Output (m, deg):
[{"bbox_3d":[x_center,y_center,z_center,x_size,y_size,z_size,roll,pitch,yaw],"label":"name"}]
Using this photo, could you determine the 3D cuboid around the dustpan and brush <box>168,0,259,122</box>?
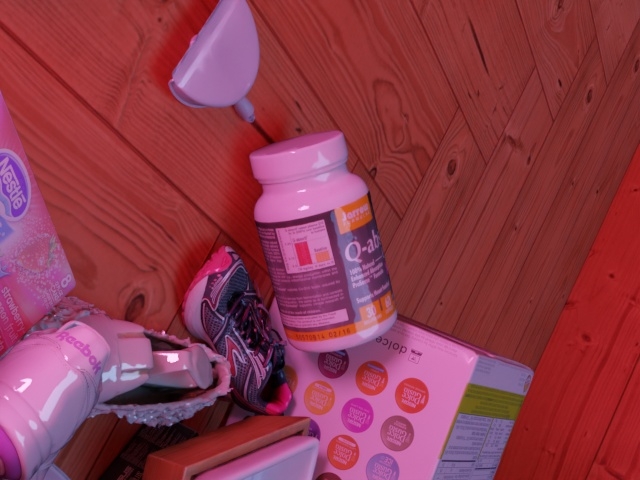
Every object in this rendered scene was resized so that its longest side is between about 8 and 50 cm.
[{"bbox_3d":[-0.114,-0.202,1.304,0.147,0.060,0.211,-60,144,-14],"label":"dustpan and brush"}]

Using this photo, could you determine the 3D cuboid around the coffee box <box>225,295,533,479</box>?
[{"bbox_3d":[0.091,0.286,1.679,0.338,0.338,0.334,23,88,-63],"label":"coffee box"}]

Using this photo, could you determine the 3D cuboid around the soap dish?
[{"bbox_3d":[-0.133,0.359,1.402,0.291,0.118,0.228,-7,113,-59],"label":"soap dish"}]

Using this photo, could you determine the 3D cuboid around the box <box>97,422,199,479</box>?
[{"bbox_3d":[-0.232,0.350,1.431,0.180,0.078,0.147,-52,148,-30],"label":"box"}]

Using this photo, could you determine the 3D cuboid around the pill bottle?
[{"bbox_3d":[0.000,0.000,1.445,0.162,0.162,0.278,-31,112,-49],"label":"pill bottle"}]

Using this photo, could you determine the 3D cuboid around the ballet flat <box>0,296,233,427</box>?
[{"bbox_3d":[-0.227,0.139,1.230,0.409,0.147,0.147,26,85,-65],"label":"ballet flat"}]

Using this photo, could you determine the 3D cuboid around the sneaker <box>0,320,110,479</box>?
[{"bbox_3d":[-0.258,0.157,0.970,0.152,0.114,0.305,-46,-175,-27],"label":"sneaker"}]

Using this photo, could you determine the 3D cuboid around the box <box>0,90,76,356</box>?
[{"bbox_3d":[-0.342,-0.044,0.893,0.142,0.154,0.300,-48,145,-34],"label":"box"}]

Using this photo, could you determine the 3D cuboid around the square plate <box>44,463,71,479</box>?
[{"bbox_3d":[-0.437,0.315,1.060,0.347,0.049,0.344,-56,147,-24],"label":"square plate"}]

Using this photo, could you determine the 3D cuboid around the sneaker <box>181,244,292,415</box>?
[{"bbox_3d":[-0.104,0.127,1.471,0.121,0.112,0.299,-50,146,-32],"label":"sneaker"}]
